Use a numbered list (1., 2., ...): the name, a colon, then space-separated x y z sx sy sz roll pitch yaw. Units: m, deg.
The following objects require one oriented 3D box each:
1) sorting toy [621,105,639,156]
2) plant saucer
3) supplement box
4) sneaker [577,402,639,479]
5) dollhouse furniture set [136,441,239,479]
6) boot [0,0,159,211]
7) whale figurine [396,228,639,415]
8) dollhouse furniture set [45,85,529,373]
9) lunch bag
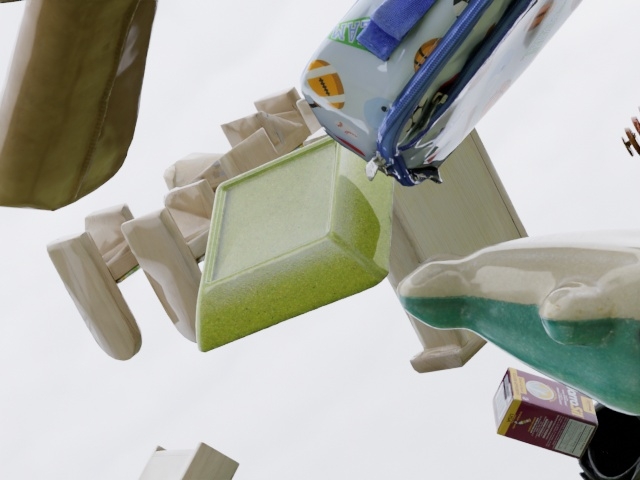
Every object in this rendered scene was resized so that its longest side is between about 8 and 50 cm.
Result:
1. sorting toy: 0.274 -0.065 1.452 0.042 0.102 0.061 -31 -53 15
2. plant saucer: -0.029 -0.013 1.514 0.188 0.188 0.045 -22 -52 25
3. supplement box: 0.201 0.155 1.603 0.083 0.055 0.043 18 -63 -10
4. sneaker: 0.329 0.277 1.862 0.105 0.295 0.147 1 9 36
5. dollhouse furniture set: -0.076 0.386 1.856 0.286 0.303 0.198 -62 12 -15
6. boot: -0.165 -0.112 1.058 0.236 0.089 0.269 -32 -23 -42
7. whale figurine: 0.200 0.066 1.411 0.272 0.141 0.216 1 8 11
8. dollhouse furniture set: 0.000 0.000 1.846 0.394 0.256 0.362 -14 18 47
9. lunch bag: 0.110 -0.178 1.370 0.303 0.115 0.243 -53 -11 -3
